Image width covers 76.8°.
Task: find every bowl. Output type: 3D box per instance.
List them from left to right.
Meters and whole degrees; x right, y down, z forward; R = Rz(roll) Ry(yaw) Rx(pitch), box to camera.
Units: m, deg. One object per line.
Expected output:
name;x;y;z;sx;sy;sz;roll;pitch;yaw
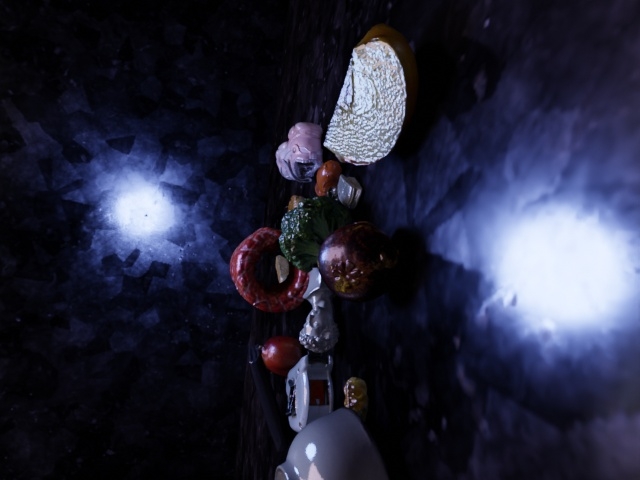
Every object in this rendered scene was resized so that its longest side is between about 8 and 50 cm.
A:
bowl;0.009;0.577;0.908;0.354;0.185;0.353;177;90;-68

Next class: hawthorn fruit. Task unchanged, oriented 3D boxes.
hawthorn fruit;-0.165;0.468;1.661;0.169;0.188;0.168;-167;90;-83

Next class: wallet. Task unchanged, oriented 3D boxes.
wallet;-0.223;0.662;1.728;0.228;0.062;0.405;-167;61;-82

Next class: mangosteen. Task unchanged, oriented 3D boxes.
mangosteen;0.098;0.041;0.973;0.217;0.192;0.192;-47;-24;-59

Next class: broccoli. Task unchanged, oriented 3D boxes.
broccoli;0.000;0.000;1.228;0.270;0.270;0.269;43;132;32

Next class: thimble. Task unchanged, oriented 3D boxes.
thimble;-0.203;0.118;1.676;0.231;0.351;0.349;169;107;-74

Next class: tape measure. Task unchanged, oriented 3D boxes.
tape measure;-0.043;0.507;1.337;0.243;0.125;0.246;119;153;-55

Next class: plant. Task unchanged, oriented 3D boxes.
plant;0.041;-0.130;1.392;0.085;0.087;0.174;-64;-1;-52

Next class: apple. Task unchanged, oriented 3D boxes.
apple;0.127;-0.329;0.978;0.346;0.179;0.253;115;168;-52

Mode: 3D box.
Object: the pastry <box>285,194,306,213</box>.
pastry;-0.109;-0.140;1.898;0.153;0.081;0.153;-42;42;52

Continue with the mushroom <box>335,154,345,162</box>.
mushroom;0.069;-0.329;1.413;0.202;0.055;0.059;-102;22;-59

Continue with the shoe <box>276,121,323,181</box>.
shoe;-0.098;-0.343;1.774;0.351;0.172;0.198;123;146;-61

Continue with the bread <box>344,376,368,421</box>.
bread;0.092;0.405;1.031;0.066;0.060;0.110;-41;41;49

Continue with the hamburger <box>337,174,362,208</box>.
hamburger;0.090;-0.145;1.264;0.121;0.054;0.084;-122;43;-54

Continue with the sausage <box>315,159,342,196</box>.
sausage;0.026;-0.221;1.471;0.179;0.089;0.089;120;152;-62

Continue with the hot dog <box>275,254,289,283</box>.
hot dog;-0.181;0.161;2.042;0.242;0.074;0.084;-113;31;-60

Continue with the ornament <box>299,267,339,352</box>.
ornament;0.004;0.221;1.314;0.120;0.130;0.285;-29;46;50
